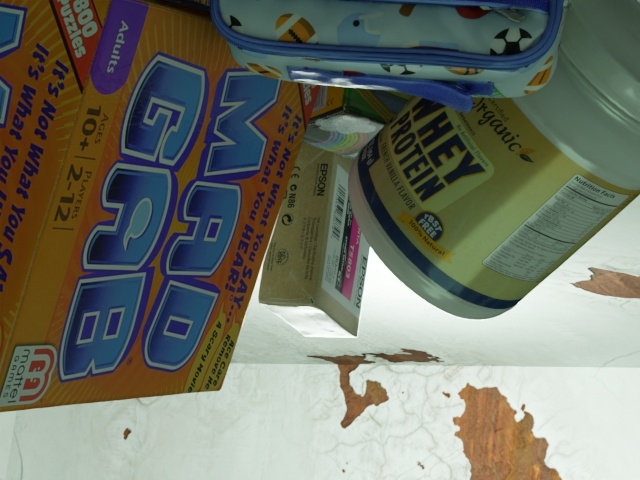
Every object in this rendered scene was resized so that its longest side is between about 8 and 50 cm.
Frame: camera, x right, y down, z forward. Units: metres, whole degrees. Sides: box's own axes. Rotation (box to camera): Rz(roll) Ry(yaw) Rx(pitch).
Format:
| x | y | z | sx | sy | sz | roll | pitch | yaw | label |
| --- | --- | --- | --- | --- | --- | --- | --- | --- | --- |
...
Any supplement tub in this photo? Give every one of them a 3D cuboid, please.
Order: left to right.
| x | y | z | sx | sy | sz | roll | pitch | yaw | label |
| --- | --- | --- | --- | --- | --- | --- | --- | --- | --- |
| 0.202 | -0.096 | 1.605 | 0.228 | 0.228 | 0.316 | 19 | 128 | -38 | supplement tub |

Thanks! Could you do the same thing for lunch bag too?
| x | y | z | sx | sy | sz | roll | pitch | yaw | label |
| --- | --- | --- | --- | --- | --- | --- | --- | --- | --- |
| 0.067 | -0.232 | 1.328 | 0.303 | 0.243 | 0.115 | 5 | 165 | 9 | lunch bag |

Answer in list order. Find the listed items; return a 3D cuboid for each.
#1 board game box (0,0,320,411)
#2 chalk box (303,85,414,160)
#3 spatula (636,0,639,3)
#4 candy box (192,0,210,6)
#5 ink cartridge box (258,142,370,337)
| x | y | z | sx | sy | sz | roll | pitch | yaw | label |
| --- | --- | --- | --- | --- | --- | --- | --- | --- | --- |
| -0.271 | -0.080 | 1.495 | 0.356 | 0.356 | 0.356 | 22 | -171 | 28 | board game box |
| 0.076 | -0.163 | 1.799 | 0.213 | 0.132 | 0.132 | 17 | 161 | -35 | chalk box |
| 0.397 | -0.237 | 1.547 | 0.168 | 0.019 | 0.242 | 23 | 166 | -15 | spatula |
| -0.063 | -0.238 | 1.729 | 0.109 | 0.053 | 0.187 | 18 | 160 | -36 | candy box |
| 0.000 | 0.000 | 2.222 | 0.088 | 0.234 | 0.193 | 2 | 165 | 21 | ink cartridge box |
